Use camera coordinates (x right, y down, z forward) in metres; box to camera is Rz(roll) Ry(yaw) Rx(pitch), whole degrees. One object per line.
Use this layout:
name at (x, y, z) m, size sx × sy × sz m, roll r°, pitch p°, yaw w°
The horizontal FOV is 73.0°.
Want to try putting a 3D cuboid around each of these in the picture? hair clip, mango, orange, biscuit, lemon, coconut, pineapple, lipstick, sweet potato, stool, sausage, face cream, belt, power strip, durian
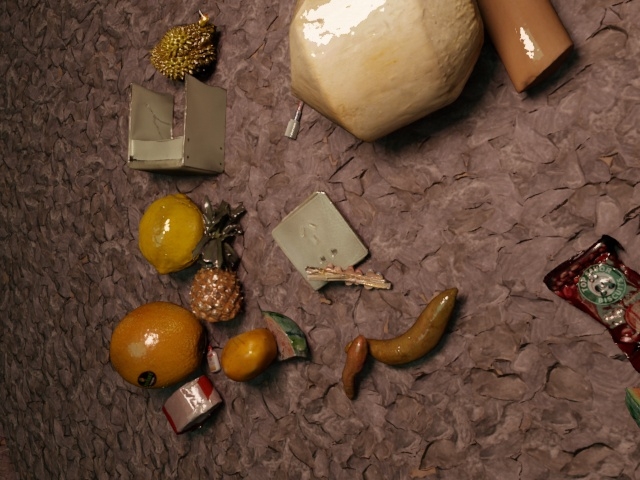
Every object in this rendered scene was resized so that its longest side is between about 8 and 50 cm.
hair clip at (0.068, 0.088, 1.073) m, size 0.214 × 0.056 × 0.062 m, roll 5°, pitch 127°, yaw -2°
mango at (-0.195, 0.312, 1.178) m, size 0.126 × 0.154 × 0.252 m, roll 61°, pitch 159°, yaw 6°
orange at (-0.487, 0.315, 1.312) m, size 0.275 × 0.274 × 0.274 m, roll 1°, pitch 92°, yaw 30°
biscuit at (0.561, 0.110, 0.808) m, size 0.235 × 0.063 × 0.151 m, roll 49°, pitch 113°, yaw 23°
lemon at (-0.444, -0.021, 1.311) m, size 0.204 × 0.204 × 0.259 m, roll 1°, pitch 75°, yaw 30°
coconut at (0.104, -0.402, 0.879) m, size 0.416 × 0.415 × 0.344 m, roll -19°, pitch 61°, yaw 29°
pineapple at (-0.302, 0.050, 1.254) m, size 0.166 × 0.166 × 0.364 m, roll 2°, pitch 93°, yaw 30°
lipstick at (-0.067, -0.333, 1.185) m, size 0.025 × 0.025 × 0.107 m, roll 21°, pitch 96°, yaw 28°
sweet potato at (0.202, 0.232, 1.018) m, size 0.346 × 0.079 × 0.108 m, roll -36°, pitch 61°, yaw 31°
stool at (-0.437, -0.339, 1.318) m, size 0.244 × 0.170 × 0.269 m, roll 4°, pitch 93°, yaw 29°
sausage at (0.397, -0.428, 0.857) m, size 0.123 × 0.123 × 0.252 m, roll -26°, pitch 80°, yaw 28°
face cream at (-0.340, 0.373, 1.364) m, size 0.040 × 0.021 × 0.083 m, roll -23°, pitch 79°, yaw 28°
sweet potato at (0.080, 0.324, 1.066) m, size 0.050 × 0.050 × 0.214 m, roll 25°, pitch 122°, yaw 27°
belt at (-0.391, 0.517, 1.336) m, size 0.201 × 0.128 × 0.124 m, roll -47°, pitch 70°, yaw 26°
power strip at (0.000, 0.000, 1.131) m, size 0.198 × 0.064 × 0.213 m, roll -37°, pitch 88°, yaw 25°
durian at (-0.381, -0.558, 1.285) m, size 0.237 × 0.193 × 0.137 m, roll -22°, pitch 100°, yaw 44°

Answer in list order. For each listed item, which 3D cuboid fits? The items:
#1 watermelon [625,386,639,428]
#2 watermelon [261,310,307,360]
watermelon at (0.640, 0.352, 0.720) m, size 0.231 × 0.146 × 0.128 m, roll 12°, pitch 98°, yaw 27°
watermelon at (-0.098, 0.274, 1.201) m, size 0.187 × 0.071 × 0.139 m, roll 43°, pitch 132°, yaw 37°
